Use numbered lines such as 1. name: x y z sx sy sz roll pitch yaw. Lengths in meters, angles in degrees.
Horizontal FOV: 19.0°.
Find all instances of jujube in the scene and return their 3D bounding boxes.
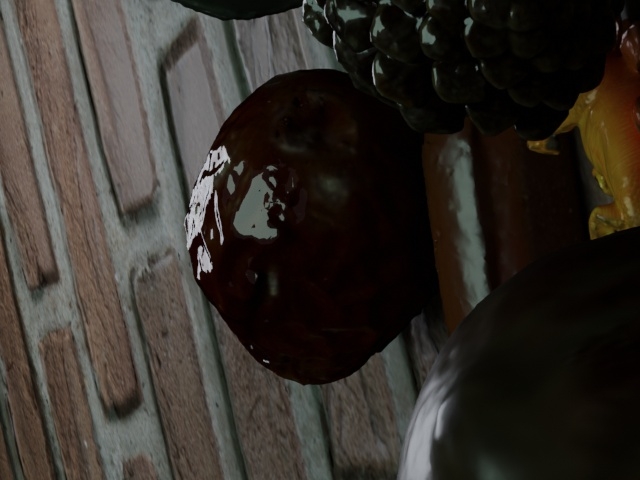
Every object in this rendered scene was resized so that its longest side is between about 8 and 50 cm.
1. jujube: 0.000 0.000 1.371 0.290 0.197 0.197 92 156 -60

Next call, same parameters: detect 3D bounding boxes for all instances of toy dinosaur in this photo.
1. toy dinosaur: 0.176 -0.077 1.135 0.288 0.070 0.117 63 141 36

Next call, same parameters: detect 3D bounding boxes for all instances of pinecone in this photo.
1. pinecone: 0.075 -0.151 1.094 0.204 0.179 0.184 -8 51 54

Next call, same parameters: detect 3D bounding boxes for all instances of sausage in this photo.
1. sausage: 0.129 0.055 1.257 0.102 0.102 0.330 -7 94 65

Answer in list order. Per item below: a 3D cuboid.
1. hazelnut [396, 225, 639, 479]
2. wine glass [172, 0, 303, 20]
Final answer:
1. hazelnut: 0.214 0.162 0.791 0.353 0.421 0.421 -39 54 12
2. wine glass: -0.012 -0.324 1.234 0.406 0.267 0.267 128 126 -65
